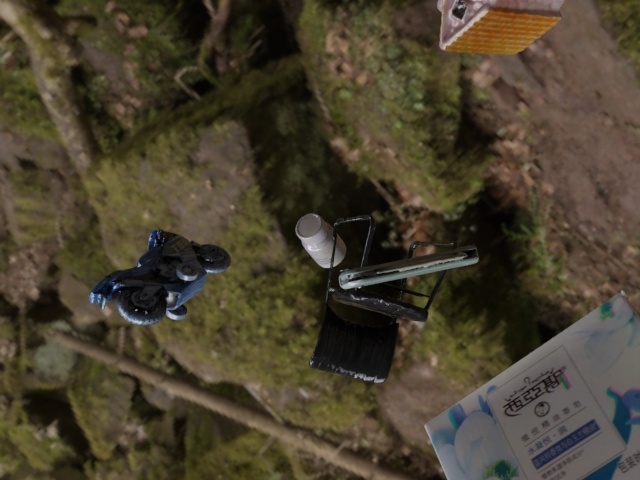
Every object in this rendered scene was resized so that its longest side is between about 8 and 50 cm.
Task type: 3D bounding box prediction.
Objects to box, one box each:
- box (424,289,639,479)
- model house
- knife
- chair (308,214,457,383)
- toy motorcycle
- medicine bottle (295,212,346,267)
[{"bbox_3d":[0.276,0.222,1.014,0.116,0.274,0.203,41,-162,-38],"label":"box"},{"bbox_3d":[0.266,-0.437,1.556,0.237,0.202,0.237,47,131,32],"label":"model house"},{"bbox_3d":[0.100,0.028,1.031,0.044,0.162,0.023,159,100,-70],"label":"knife"},{"bbox_3d":[0.078,0.090,1.330,0.140,0.221,0.145,17,175,-17],"label":"chair"},{"bbox_3d":[-0.253,0.051,1.503,0.135,0.254,0.092,30,126,15],"label":"toy motorcycle"},{"bbox_3d":[0.000,0.000,1.424,0.052,0.052,0.089,38,172,38],"label":"medicine bottle"}]
